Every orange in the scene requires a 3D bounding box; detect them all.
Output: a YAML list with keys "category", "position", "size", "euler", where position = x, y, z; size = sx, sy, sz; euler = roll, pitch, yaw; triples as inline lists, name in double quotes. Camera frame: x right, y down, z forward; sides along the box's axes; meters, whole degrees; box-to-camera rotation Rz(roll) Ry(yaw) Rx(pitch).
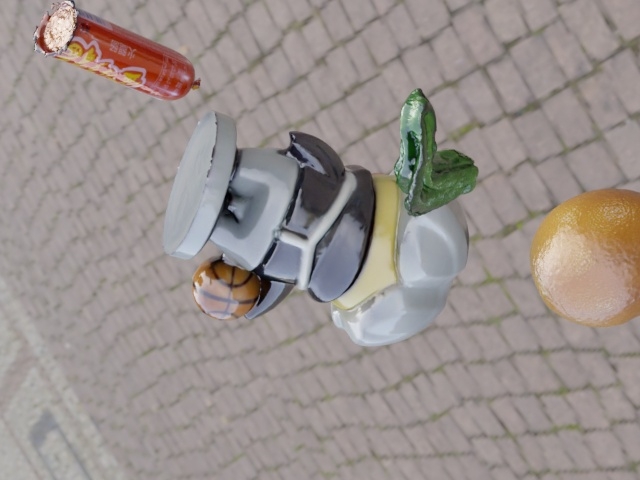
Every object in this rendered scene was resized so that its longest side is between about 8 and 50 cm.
- category: "orange"
  position: [0.388, 0.022, 1.764]
  size: [0.206, 0.206, 0.206]
  euler: [40, 147, 33]

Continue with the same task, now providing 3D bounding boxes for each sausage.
- category: "sausage"
  position: [-0.145, -0.136, 0.979]
  size: [0.050, 0.145, 0.048]
  euler: [-43, 54, 23]

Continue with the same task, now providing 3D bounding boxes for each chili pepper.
- category: "chili pepper"
  position: [0.057, -0.041, 0.730]
  size: [0.035, 0.055, 0.118]
  euler: [16, 170, 24]

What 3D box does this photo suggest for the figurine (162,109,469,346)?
- category: "figurine"
  position: [0.000, 0.000, 1.034]
  size: [0.133, 0.236, 0.176]
  euler: [-107, 37, -60]
